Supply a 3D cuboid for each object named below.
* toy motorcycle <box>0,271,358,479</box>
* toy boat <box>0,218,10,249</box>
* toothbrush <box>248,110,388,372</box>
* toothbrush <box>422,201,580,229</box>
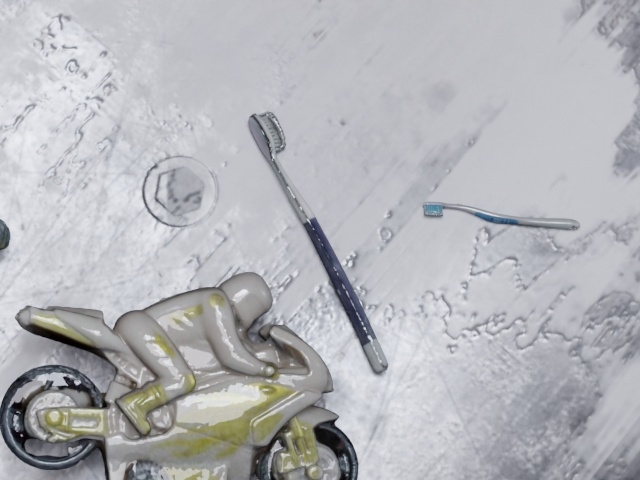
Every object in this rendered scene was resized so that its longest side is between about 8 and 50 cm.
[{"bbox_3d":[-0.119,0.132,1.386,0.341,0.108,0.222,10,85,-11],"label":"toy motorcycle"},{"bbox_3d":[-0.402,0.046,1.305,0.089,0.121,0.321,44,43,4],"label":"toy boat"},{"bbox_3d":[0.000,0.000,1.476,0.026,0.024,0.288,-22,80,-25],"label":"toothbrush"},{"bbox_3d":[0.183,-0.026,1.507,0.162,0.014,0.017,5,63,-6],"label":"toothbrush"}]
